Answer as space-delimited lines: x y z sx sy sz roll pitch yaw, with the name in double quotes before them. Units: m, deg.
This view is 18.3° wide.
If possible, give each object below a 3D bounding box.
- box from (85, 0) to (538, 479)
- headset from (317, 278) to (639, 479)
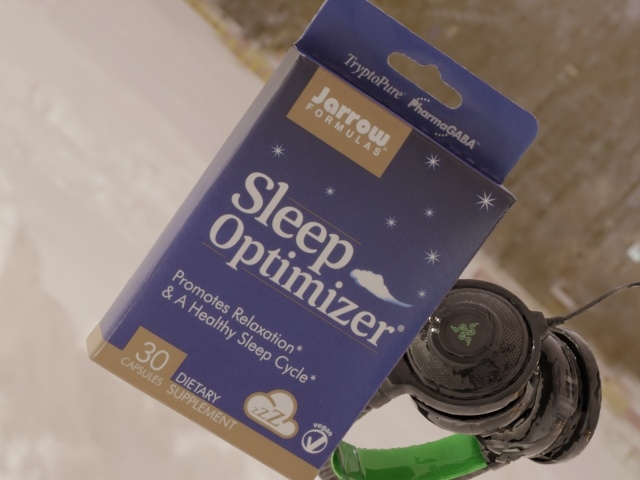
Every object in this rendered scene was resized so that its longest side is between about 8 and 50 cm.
"box" 0.000 0.000 1.001 0.136 0.225 0.036 33 7 -16
"headset" 0.174 0.142 1.781 0.243 0.394 0.185 31 33 -51
